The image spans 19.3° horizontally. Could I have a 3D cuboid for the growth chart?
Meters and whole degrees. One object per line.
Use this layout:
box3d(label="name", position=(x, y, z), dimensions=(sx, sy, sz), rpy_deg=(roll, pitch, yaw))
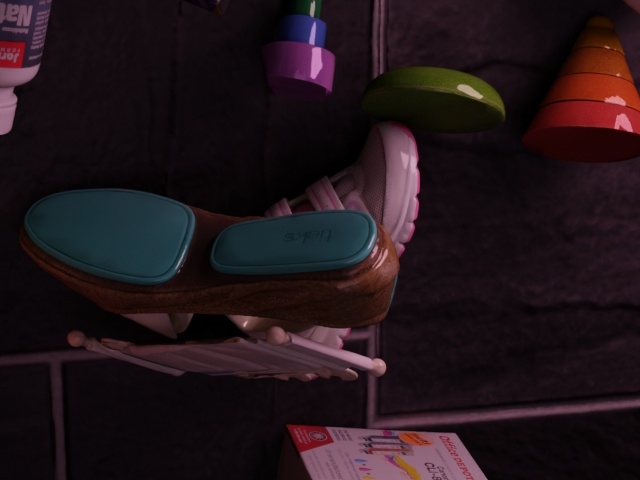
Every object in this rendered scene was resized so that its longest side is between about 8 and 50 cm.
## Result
box3d(label="growth chart", position=(-0.078, 0.102, 1.643), dimensions=(0.172, 0.237, 0.021), rpy_deg=(25, 66, -55))

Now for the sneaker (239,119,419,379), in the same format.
box3d(label="sneaker", position=(0.000, 0.000, 1.681), dimensions=(0.111, 0.103, 0.252), rpy_deg=(24, 102, -21))

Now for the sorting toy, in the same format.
box3d(label="sorting toy", position=(0.129, -0.164, 1.670), dimensions=(0.365, 0.127, 0.126), rpy_deg=(10, 78, -13))

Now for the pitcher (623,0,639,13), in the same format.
box3d(label="pitcher", position=(0.260, -0.275, 1.642), dimensions=(0.178, 0.125, 0.207), rpy_deg=(-34, 104, 23))

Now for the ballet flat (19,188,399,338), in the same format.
box3d(label="ballet flat", position=(-0.092, 0.030, 1.619), dimensions=(0.342, 0.116, 0.124), rpy_deg=(1, 136, 19))

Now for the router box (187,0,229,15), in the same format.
box3d(label="router box", position=(-0.125, -0.361, 1.440), dimensions=(0.243, 0.081, 0.309), rpy_deg=(24, 90, 0))

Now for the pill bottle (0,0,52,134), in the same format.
box3d(label="pill bottle", position=(-0.278, -0.183, 1.550), dimensions=(0.108, 0.108, 0.180), rpy_deg=(8, 108, -15))

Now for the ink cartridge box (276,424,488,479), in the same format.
box3d(label="ink cartridge box", position=(0.055, 0.258, 1.773), dimensions=(0.176, 0.128, 0.127), rpy_deg=(4, 108, -15))
